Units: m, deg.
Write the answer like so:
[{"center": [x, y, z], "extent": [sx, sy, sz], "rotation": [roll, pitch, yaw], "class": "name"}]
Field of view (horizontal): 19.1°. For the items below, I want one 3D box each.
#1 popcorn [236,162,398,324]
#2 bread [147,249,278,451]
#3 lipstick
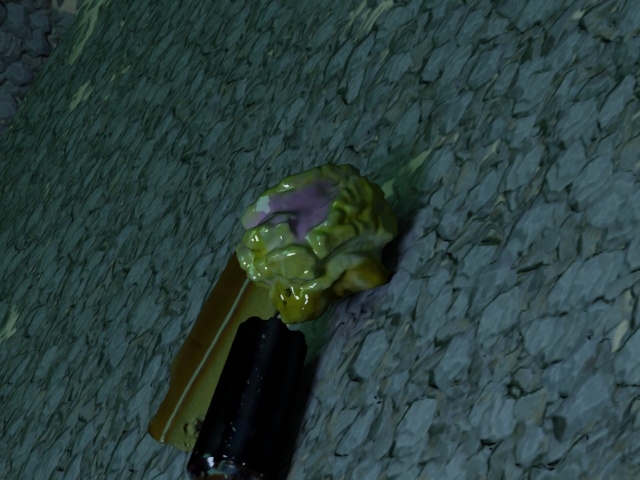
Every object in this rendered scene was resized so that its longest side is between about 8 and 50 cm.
[{"center": [0.000, 0.000, 1.673], "extent": [0.126, 0.126, 0.145], "rotation": [-16, 15, 40], "class": "popcorn"}, {"center": [-0.096, 0.098, 1.839], "extent": [0.226, 0.049, 0.088], "rotation": [-60, 21, -7], "class": "bread"}, {"center": [-0.088, 0.243, 1.571], "extent": [0.077, 0.077, 0.418], "rotation": [-34, 31, 46], "class": "lipstick"}]
